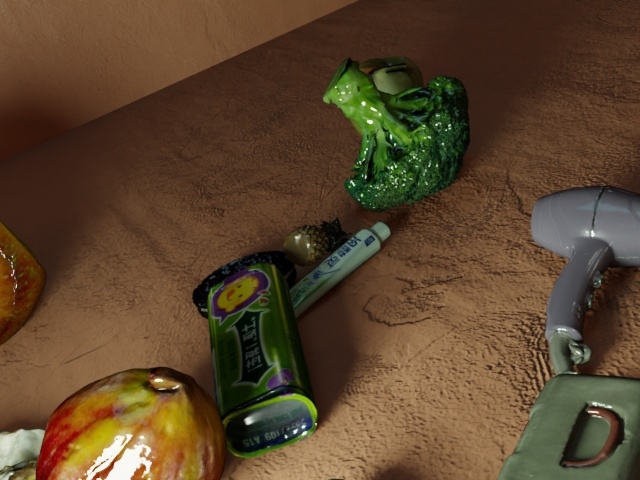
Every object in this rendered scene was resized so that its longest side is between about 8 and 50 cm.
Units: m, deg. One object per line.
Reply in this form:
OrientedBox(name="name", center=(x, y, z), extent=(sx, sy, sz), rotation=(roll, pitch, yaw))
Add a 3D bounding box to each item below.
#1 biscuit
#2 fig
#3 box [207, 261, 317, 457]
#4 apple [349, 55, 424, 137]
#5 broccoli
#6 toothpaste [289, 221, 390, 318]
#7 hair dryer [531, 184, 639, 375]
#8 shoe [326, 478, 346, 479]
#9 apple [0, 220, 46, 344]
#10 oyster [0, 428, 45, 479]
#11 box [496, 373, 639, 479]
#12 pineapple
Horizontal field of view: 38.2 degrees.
OrientedBox(name="biscuit", center=(-0.131, 0.076, 1.603), extent=(0.195, 0.053, 0.194), rotation=(-20, 18, 7))
OrientedBox(name="fig", center=(-0.228, 0.261, 1.134), extent=(0.263, 0.224, 0.224), rotation=(-22, 18, 44))
OrientedBox(name="box", center=(-0.091, 0.164, 1.343), extent=(0.134, 0.097, 0.345), rotation=(-28, 28, 4))
OrientedBox(name="apple", center=(0.146, -0.298, 2.010), extent=(0.174, 0.188, 0.207), rotation=(3, 27, 33))
OrientedBox(name="broccoli", center=(0.129, -0.195, 1.720), extent=(0.297, 0.297, 0.297), rotation=(-53, 12, 16))
OrientedBox(name="toothpaste", center=(0.008, 0.063, 1.555), extent=(0.297, 0.048, 0.075), rotation=(-39, 30, -27))
OrientedBox(name="hair dryer", center=(0.393, 0.067, 1.225), extent=(0.301, 0.121, 0.361), rotation=(9, 46, 32))
OrientedBox(name="shoe", center=(0.059, 0.320, 0.983), extent=(0.078, 0.079, 0.195), rotation=(10, 7, -20))
OrientedBox(name="apple", center=(-0.737, 0.059, 1.827), extent=(0.384, 0.374, 0.374), rotation=(7, 22, -12))
OrientedBox(name="oyster", center=(-0.489, 0.370, 1.240), extent=(0.238, 0.114, 0.351), rotation=(-5, 33, 13))
OrientedBox(name="box", center=(0.267, 0.236, 0.903), extent=(0.148, 0.129, 0.210), rotation=(-2, 30, 36))
OrientedBox(name="pineapple", center=(0.000, 0.000, 1.615), extent=(0.074, 0.074, 0.159), rotation=(-4, 9, 32))
